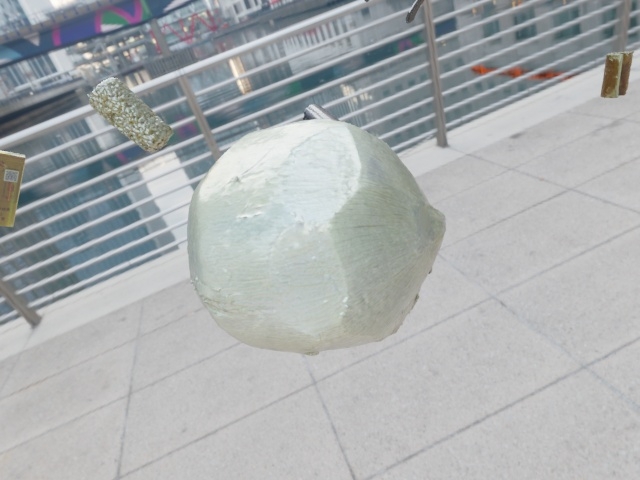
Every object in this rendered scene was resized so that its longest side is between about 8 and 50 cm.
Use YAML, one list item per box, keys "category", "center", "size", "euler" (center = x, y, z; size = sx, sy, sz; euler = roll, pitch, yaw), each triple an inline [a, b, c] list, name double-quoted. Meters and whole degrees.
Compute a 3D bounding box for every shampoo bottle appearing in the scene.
- category: "shampoo bottle"
  center: [0.039, -0.262, 1.230]
  size: [0.084, 0.129, 0.323]
  euler: [-23, 32, -7]

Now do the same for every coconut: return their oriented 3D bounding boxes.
- category: "coconut"
  center: [0.000, 0.000, 0.701]
  size: [0.360, 0.346, 0.346]
  euler: [-1, 32, 30]

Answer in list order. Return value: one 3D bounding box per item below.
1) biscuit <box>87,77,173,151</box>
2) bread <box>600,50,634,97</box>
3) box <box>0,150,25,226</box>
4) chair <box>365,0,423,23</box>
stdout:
- category: "biscuit"
  center: [-0.381, -0.253, 0.956]
  size: [0.070, 0.168, 0.082]
  euler: [-41, 10, 38]
- category: "bread"
  center: [0.561, -0.315, 0.895]
  size: [0.036, 0.083, 0.047]
  euler: [-21, 28, -27]
- category: "box"
  center: [-0.659, -0.106, 0.952]
  size: [0.089, 0.156, 0.022]
  euler: [4, 21, -43]
- category: "chair"
  center: [0.206, -0.661, 0.985]
  size: [0.160, 0.319, 0.186]
  euler: [7, 49, -34]
